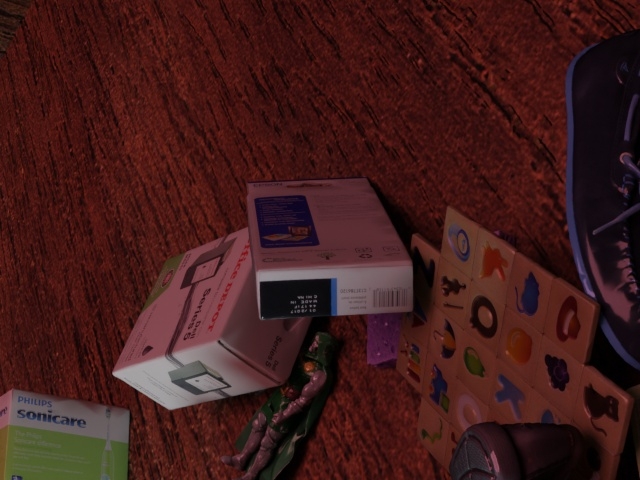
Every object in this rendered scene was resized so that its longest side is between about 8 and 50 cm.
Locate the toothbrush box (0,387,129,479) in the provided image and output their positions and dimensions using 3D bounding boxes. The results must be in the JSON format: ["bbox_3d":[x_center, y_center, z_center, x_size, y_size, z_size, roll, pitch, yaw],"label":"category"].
[{"bbox_3d":[-0.415,0.392,1.675,0.122,0.206,0.283,-30,53,45],"label":"toothbrush box"}]

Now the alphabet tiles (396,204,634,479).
[{"bbox_3d":[0.171,0.137,1.056,0.342,0.011,0.285,42,134,53],"label":"alphabet tiles"}]

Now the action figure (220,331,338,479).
[{"bbox_3d":[-0.046,0.211,1.382,0.232,0.063,0.137,-58,34,14],"label":"action figure"}]

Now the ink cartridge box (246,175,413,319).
[{"bbox_3d":[0.000,0.000,1.260,0.333,0.165,0.065,-104,11,-70],"label":"ink cartridge box"}]

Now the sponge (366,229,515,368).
[{"bbox_3d":[0.131,0.071,1.221,0.210,0.031,0.117,-21,59,48],"label":"sponge"}]

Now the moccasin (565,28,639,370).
[{"bbox_3d":[0.291,-0.056,0.970,0.117,0.137,0.342,-27,56,40],"label":"moccasin"}]

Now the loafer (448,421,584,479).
[{"bbox_3d":[0.161,0.254,1.001,0.302,0.095,0.109,101,154,-55],"label":"loafer"}]

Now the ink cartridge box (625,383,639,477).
[{"bbox_3d":[0.361,0.168,0.849,0.235,0.056,0.171,-32,51,45],"label":"ink cartridge box"}]

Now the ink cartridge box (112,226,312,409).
[{"bbox_3d":[-0.134,0.103,1.450,0.273,0.115,0.198,-21,39,49],"label":"ink cartridge box"}]
